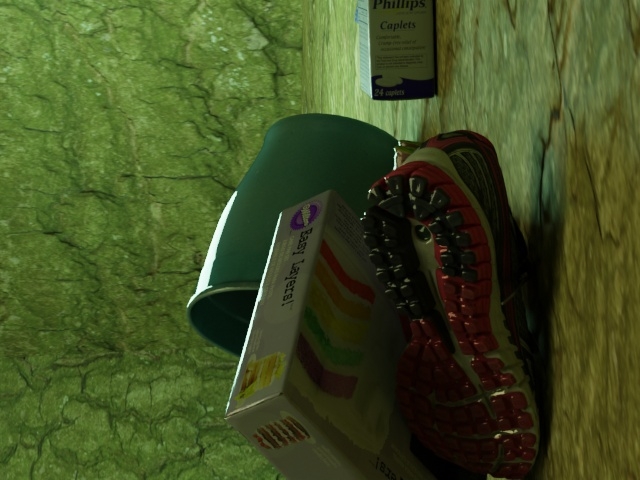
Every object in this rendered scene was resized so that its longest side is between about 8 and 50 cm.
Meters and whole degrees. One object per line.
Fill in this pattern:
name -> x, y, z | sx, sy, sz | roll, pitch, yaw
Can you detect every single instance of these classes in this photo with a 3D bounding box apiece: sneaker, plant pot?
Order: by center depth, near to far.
sneaker -> 0.125, 0.059, 1.272 | 0.112, 0.121, 0.299 | -45, -47, -45
plant pot -> 0.000, 0.000, 1.942 | 0.272, 0.271, 0.255 | 97, -175, -66

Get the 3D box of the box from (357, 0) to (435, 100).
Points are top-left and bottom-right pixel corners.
box -> 0.082, -0.227, 1.783 | 0.126, 0.072, 0.137 | -113, 20, -79

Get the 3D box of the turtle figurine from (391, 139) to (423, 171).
turtle figurine -> 0.084, 0.012, 1.624 | 0.269, 0.087, 0.217 | -15, -64, -68

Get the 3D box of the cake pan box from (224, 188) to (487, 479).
cake pan box -> 0.043, 0.130, 1.358 | 0.267, 0.070, 0.246 | 49, -144, -27

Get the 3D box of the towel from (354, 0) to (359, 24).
towel -> 0.069, -0.375, 2.097 | 0.336, 0.040, 0.243 | -107, 16, -74
